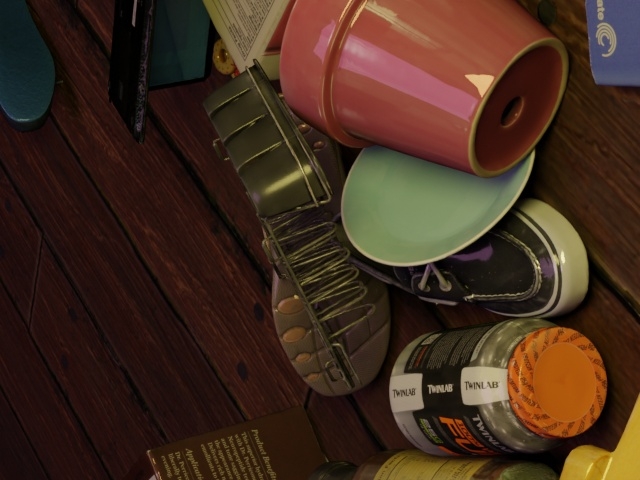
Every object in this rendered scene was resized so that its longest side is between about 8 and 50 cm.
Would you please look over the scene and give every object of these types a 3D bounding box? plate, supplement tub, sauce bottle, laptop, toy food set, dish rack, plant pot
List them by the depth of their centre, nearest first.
[{"bbox_3d":[0.097,-0.148,1.363,0.180,0.201,0.201,33,130,30],"label":"plant pot"},{"bbox_3d":[0.153,0.128,1.422,0.190,0.117,0.117,-16,87,60],"label":"supplement tub"},{"bbox_3d":[0.104,-0.052,1.425,0.188,0.188,0.024,39,173,47],"label":"plate"},{"bbox_3d":[-0.017,-0.005,1.468,0.208,0.074,0.271,-117,2,-54],"label":"dish rack"},{"bbox_3d":[0.099,0.254,1.571,0.344,0.111,0.111,-9,93,61],"label":"sauce bottle"},{"bbox_3d":[-0.137,-0.243,1.663,0.264,0.137,0.234,-130,43,-64],"label":"laptop"},{"bbox_3d":[-0.090,-0.210,1.800,0.083,0.020,0.082,49,139,40],"label":"toy food set"}]

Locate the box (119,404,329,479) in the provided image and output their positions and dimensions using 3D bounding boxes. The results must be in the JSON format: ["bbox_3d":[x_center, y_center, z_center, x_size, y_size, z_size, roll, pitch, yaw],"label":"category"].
[{"bbox_3d":[-0.102,0.309,1.830,0.167,0.203,0.168,-50,58,54],"label":"box"}]

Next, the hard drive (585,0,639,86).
[{"bbox_3d":[0.299,-0.209,1.130,0.319,0.040,0.210,11,110,57],"label":"hard drive"}]

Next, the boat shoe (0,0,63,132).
[{"bbox_3d":[-0.418,-0.244,2.282,0.089,0.109,0.258,107,156,-51],"label":"boat shoe"}]

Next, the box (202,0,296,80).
[{"bbox_3d":[-0.012,-0.280,1.539,0.148,0.127,0.232,63,147,23],"label":"box"}]

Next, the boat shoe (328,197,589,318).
[{"bbox_3d":[0.112,0.009,1.461,0.301,0.102,0.108,22,119,55],"label":"boat shoe"}]

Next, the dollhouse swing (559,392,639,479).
[{"bbox_3d":[0.378,0.214,1.136,0.315,0.305,0.347,45,164,-30],"label":"dollhouse swing"}]

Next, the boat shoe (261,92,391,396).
[{"bbox_3d":[0.000,0.000,1.659,0.116,0.123,0.324,-88,-12,-69],"label":"boat shoe"}]
